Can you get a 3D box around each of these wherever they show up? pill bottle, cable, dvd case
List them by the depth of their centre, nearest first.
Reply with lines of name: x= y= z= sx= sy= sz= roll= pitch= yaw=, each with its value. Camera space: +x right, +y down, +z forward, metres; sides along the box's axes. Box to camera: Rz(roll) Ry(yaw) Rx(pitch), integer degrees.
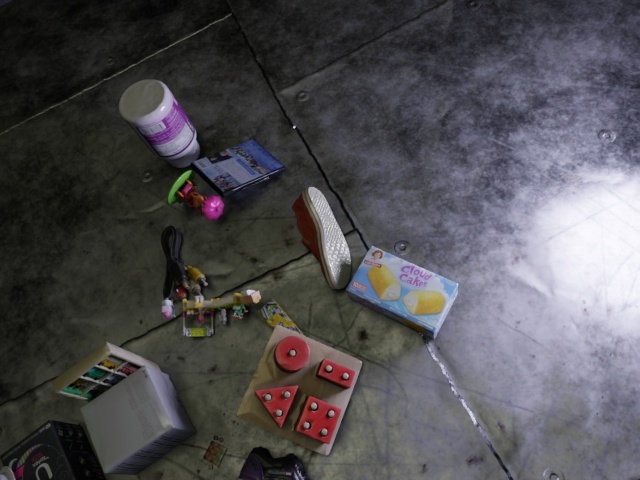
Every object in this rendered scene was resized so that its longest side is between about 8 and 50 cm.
cable: x=-0.451 y=0.084 z=1.691 sx=0.139 sy=0.072 sz=0.287 roll=-42 pitch=50 yaw=10
dvd case: x=-0.265 y=-0.238 z=1.744 sx=0.253 sy=0.022 sz=0.180 roll=-29 pitch=59 yaw=-34
pill bottle: x=-0.513 y=-0.371 z=1.767 sx=0.170 sy=0.301 sz=0.169 roll=-5 pitch=65 yaw=10

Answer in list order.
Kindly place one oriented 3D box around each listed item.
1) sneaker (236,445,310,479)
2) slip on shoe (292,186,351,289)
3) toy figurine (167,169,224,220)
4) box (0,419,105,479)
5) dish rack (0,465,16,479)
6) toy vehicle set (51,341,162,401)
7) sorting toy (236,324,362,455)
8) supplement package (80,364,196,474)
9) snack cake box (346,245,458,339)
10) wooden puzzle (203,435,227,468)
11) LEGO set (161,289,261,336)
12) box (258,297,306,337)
sneaker: x=-0.066 y=0.593 z=1.319 sx=0.284 sy=0.107 sz=0.124 roll=15 pitch=63 yaw=19
slip on shoe: x=0.000 y=0.000 z=1.595 sx=0.101 sy=0.123 sz=0.331 roll=-36 pitch=63 yaw=31
toy figurine: x=-0.384 y=-0.121 z=1.725 sx=0.159 sy=0.173 sz=0.130 roll=35 pitch=76 yaw=4
box: x=-0.688 y=0.637 z=1.413 sx=0.165 sy=0.143 sz=0.270 roll=-38 pitch=63 yaw=-6
dish rack: x=-0.808 y=0.770 z=1.333 sx=0.285 sy=0.072 sz=0.332 roll=-48 pitch=61 yaw=27
toy vehicle set: x=-0.564 y=0.368 z=1.445 sx=0.166 sy=0.267 sz=0.035 roll=-37 pitch=62 yaw=-5
sorting toy: x=-0.048 y=0.377 z=1.375 sx=0.256 sy=0.089 sz=0.257 roll=23 pitch=70 yaw=1
supplement package: x=-0.485 y=0.482 z=1.437 sx=0.203 sy=0.149 sz=0.194 roll=-34 pitch=62 yaw=-4
snack cake box: x=0.224 y=0.141 z=1.476 sx=0.265 sy=0.089 sz=0.152 roll=24 pitch=73 yaw=22
wooden puzzle: x=-0.280 y=0.567 z=1.431 sx=0.049 sy=0.006 sz=0.083 roll=19 pitch=70 yaw=20
LEGO set: x=-0.305 y=0.215 z=1.547 sx=0.287 sy=0.132 sz=0.107 roll=-5 pitch=72 yaw=3
box: x=-0.101 y=0.247 z=1.517 sx=0.059 sy=0.054 sz=0.169 roll=-40 pitch=63 yaw=-8
